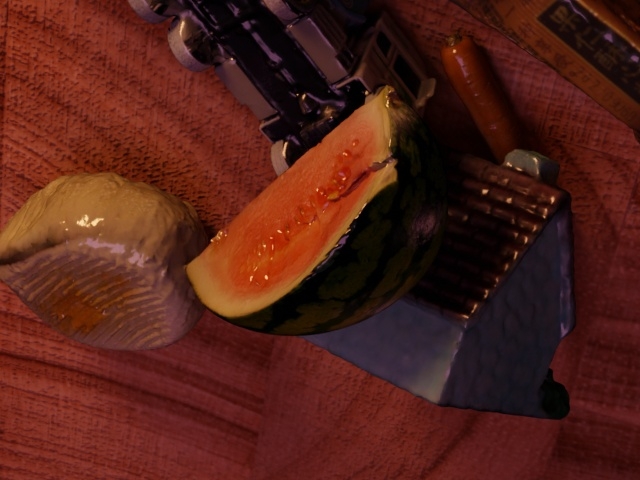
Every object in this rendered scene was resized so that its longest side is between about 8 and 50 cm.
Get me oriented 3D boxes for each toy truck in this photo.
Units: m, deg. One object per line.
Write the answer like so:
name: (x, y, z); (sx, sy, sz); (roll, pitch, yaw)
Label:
toy truck: (-0.043, -0.219, 1.753); (0.146, 0.175, 0.367); (-23, 116, 35)

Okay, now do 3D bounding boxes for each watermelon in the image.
watermelon: (-0.006, 0.017, 1.710); (0.159, 0.128, 0.303); (51, 126, 0)

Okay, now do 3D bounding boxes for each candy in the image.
candy: (0.235, -0.202, 1.699); (0.271, 0.101, 0.143); (34, 128, -16)

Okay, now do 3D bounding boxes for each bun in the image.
bun: (-0.224, 0.008, 2.016); (0.243, 0.153, 0.244); (10, 149, 6)

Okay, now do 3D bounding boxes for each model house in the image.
model house: (0.128, 0.014, 1.873); (0.280, 0.230, 0.249); (24, 97, 41)

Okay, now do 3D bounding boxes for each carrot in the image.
carrot: (0.181, -0.099, 1.855); (0.043, 0.043, 0.248); (-15, 123, 29)
